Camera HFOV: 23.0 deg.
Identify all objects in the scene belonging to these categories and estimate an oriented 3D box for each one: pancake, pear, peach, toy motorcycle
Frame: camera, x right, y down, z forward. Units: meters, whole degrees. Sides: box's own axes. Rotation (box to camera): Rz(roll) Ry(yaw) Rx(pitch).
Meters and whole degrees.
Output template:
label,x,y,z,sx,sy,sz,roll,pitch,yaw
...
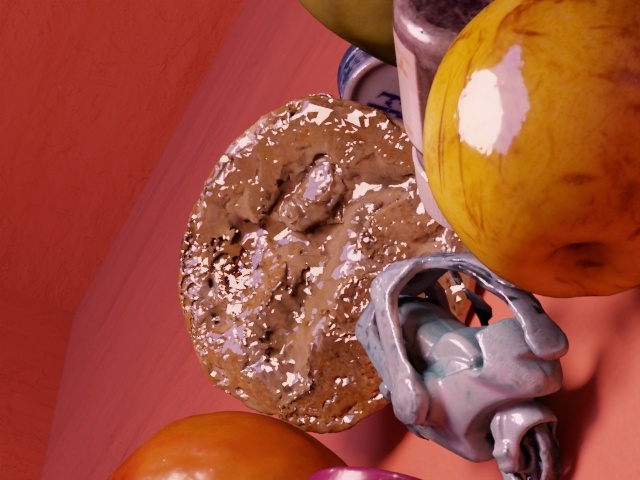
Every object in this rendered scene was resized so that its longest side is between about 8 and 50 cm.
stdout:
label,x,y,z,sx,sy,sz,roll,pitch,yaw
pancake,0.004,0.026,1.801,0.082,0.387,0.387,14,-78,-64
pear,0.221,-0.088,1.338,0.281,0.280,0.281,-57,18,31
peach,-0.112,0.350,1.715,0.343,0.301,0.343,-59,18,31
toy motorcycle,0.142,0.112,1.468,0.260,0.154,0.206,26,117,55

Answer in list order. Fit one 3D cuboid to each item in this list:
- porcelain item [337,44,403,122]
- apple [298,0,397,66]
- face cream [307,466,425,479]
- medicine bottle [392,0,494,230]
label,x,y,z,sx,sy,sz,roll,pitch,yaw
porcelain item,0.097,-0.204,2.101,0.147,0.147,0.114,-60,15,22
apple,0.141,-0.409,1.745,0.474,0.473,0.474,-57,18,31
face cream,0.047,0.330,1.456,0.175,0.175,0.195,-38,33,59
medicine bottle,0.162,-0.146,1.579,0.273,0.165,0.165,81,-166,-49
